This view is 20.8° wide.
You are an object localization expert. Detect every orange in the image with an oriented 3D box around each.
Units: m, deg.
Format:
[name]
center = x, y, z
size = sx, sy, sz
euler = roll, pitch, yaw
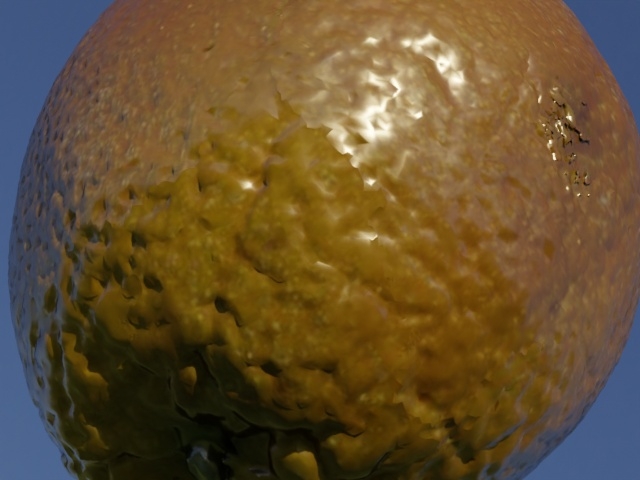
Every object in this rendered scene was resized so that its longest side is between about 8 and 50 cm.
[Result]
[orange]
center = 0.000, 0.000, 0.886
size = 0.322, 0.357, 0.322
euler = 12, -49, 14
